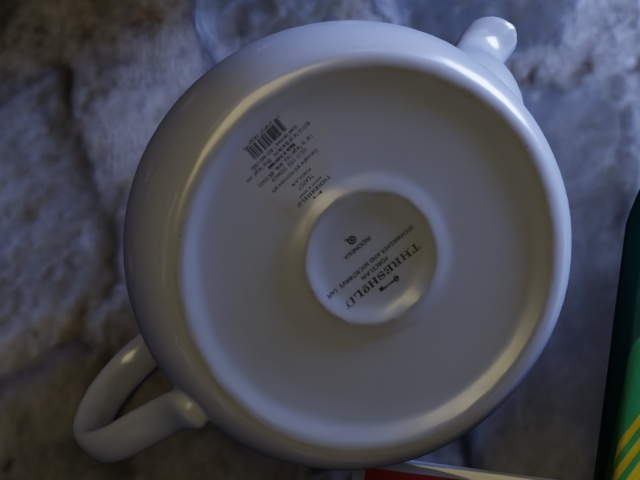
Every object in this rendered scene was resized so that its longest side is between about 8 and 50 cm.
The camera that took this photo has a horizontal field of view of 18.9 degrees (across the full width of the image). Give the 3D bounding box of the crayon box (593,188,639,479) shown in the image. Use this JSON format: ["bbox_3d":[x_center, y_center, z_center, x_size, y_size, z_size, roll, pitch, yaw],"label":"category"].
[{"bbox_3d":[0.328,0.137,1.005,0.363,0.106,0.313,10,64,3],"label":"crayon box"}]

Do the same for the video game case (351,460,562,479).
[{"bbox_3d":[0.100,0.267,1.029,0.204,0.025,0.285,7,71,4],"label":"video game case"}]

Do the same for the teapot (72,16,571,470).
[{"bbox_3d":[0.000,0.000,1.050,0.256,0.187,0.252,1,97,-15],"label":"teapot"}]
